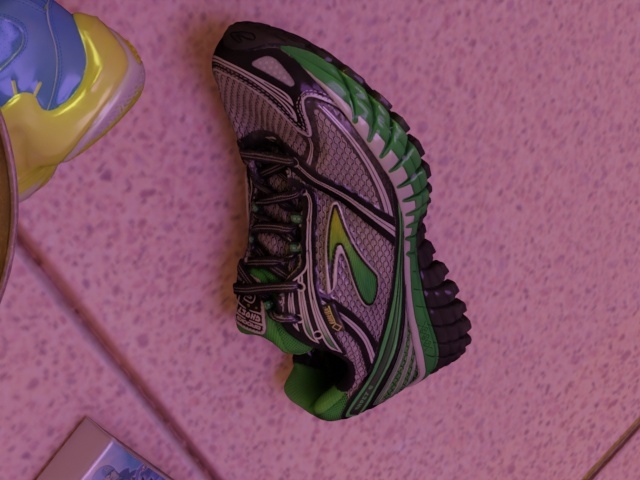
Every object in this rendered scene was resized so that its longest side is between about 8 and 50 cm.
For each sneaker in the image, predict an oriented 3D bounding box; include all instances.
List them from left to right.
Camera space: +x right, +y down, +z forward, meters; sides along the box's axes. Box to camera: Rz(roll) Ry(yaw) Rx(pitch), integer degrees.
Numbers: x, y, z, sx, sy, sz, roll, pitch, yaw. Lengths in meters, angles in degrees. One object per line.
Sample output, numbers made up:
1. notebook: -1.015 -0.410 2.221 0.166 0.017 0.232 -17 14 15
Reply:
1. sneaker: -0.223 -0.058 0.858 0.240 0.091 0.126 -45 103 -3
2. sneaker: 0.000 0.000 1.010 0.146 0.134 0.343 -37 128 -19

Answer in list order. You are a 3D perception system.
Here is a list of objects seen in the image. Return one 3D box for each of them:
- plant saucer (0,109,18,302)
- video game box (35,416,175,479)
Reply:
1. plant saucer: -0.317 -0.020 0.756 0.310 0.050 0.310 -5 107 -16
2. video game box: -0.167 0.257 1.050 0.205 0.048 0.187 -52 133 -9
